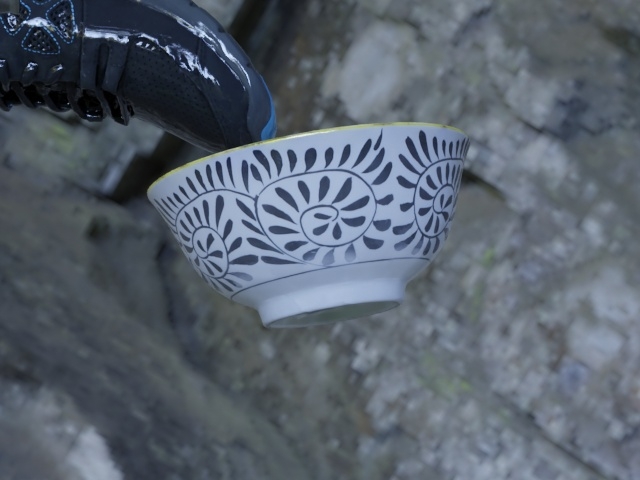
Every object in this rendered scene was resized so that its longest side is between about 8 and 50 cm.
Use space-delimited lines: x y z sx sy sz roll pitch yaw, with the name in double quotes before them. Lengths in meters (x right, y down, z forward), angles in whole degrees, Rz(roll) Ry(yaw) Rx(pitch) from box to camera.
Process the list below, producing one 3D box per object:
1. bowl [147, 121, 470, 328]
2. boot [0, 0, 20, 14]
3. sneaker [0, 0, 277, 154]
"bowl" 0.000 0.000 0.851 0.170 0.080 0.170 -9 -10 -2
"boot" -0.256 -0.141 0.834 0.208 0.190 0.076 2 51 -21
"sneaker" -0.192 -0.133 1.197 0.341 0.140 0.125 28 -27 14
